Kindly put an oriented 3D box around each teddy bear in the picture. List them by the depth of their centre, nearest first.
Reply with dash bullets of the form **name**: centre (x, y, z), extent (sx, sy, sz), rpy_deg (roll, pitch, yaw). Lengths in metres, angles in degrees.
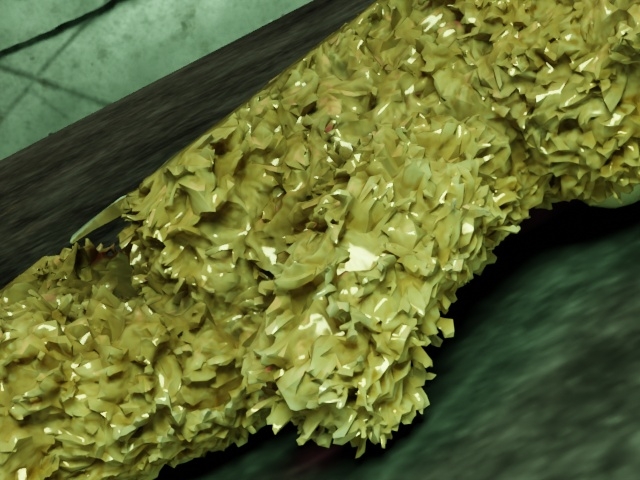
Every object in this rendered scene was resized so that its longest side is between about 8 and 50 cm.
- **teddy bear**: centre (0.000, 0.000, 0.512), extent (0.338, 0.113, 0.245), rpy_deg (-39, 9, -16)
